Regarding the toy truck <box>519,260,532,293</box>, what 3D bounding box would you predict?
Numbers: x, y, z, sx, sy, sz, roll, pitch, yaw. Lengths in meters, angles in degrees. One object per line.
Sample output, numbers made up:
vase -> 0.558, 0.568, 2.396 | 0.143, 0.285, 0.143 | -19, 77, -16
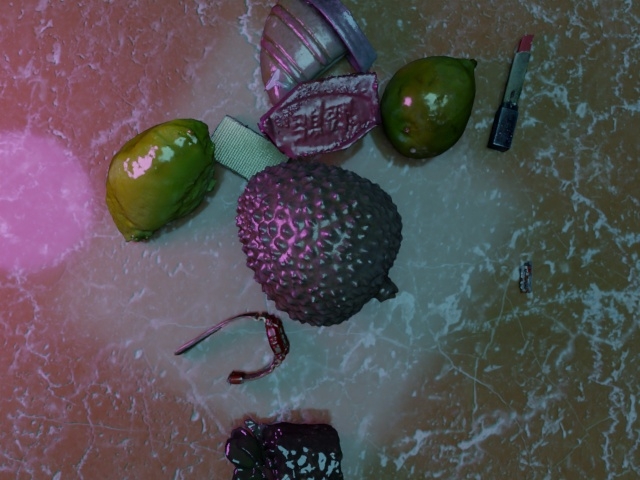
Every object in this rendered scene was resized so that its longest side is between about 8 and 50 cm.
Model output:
toy truck -> 0.537, 0.096, 1.745 | 0.032, 0.024, 0.083 | -1, 90, -26

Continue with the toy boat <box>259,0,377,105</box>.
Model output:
toy boat -> -0.031, -0.507, 1.689 | 0.294, 0.111, 0.275 | -22, 91, 0

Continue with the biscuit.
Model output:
biscuit -> -0.186, -0.221, 1.703 | 0.199, 0.040, 0.121 | 33, 89, -1

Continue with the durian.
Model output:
durian -> -0.378, -0.160, 1.591 | 0.256, 0.339, 0.204 | -25, 69, -27

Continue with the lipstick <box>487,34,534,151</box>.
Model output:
lipstick -> 0.500, -0.388, 1.747 | 0.051, 0.051, 0.312 | 15, 85, -2

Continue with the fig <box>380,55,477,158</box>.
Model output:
fig -> 0.270, -0.363, 1.674 | 0.233, 0.233, 0.314 | 15, 60, -3

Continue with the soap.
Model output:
soap -> -0.006, -0.291, 1.576 | 0.289, 0.112, 0.182 | -9, 103, -3

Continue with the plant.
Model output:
plant -> -0.087, 0.536, 1.611 | 0.276, 0.188, 0.198 | -3, 88, -4

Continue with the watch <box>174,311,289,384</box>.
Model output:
watch -> -0.209, 0.279, 1.669 | 0.269, 0.102, 0.164 | -28, 92, 4

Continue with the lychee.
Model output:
lychee -> 0.000, 0.000, 1.548 | 0.432, 0.380, 0.380 | 36, 86, 6

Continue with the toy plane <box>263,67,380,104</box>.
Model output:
toy plane -> 0.012, -0.343, 1.654 | 0.182, 0.107, 0.273 | -43, 120, 14
